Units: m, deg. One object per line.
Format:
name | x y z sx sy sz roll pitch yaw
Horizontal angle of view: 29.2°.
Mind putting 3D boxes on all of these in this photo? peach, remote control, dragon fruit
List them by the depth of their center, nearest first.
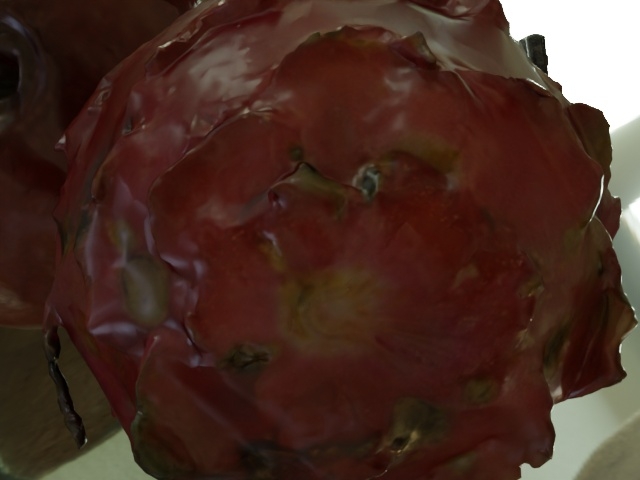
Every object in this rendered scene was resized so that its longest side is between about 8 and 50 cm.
dragon fruit | 0.000 0.000 0.466 0.205 0.268 0.210 -5 -98 -9
peach | -0.158 -0.087 0.657 0.238 0.281 0.281 11 -108 -18
remote control | 0.165 -0.131 0.987 0.014 0.039 0.096 40 -142 -35
